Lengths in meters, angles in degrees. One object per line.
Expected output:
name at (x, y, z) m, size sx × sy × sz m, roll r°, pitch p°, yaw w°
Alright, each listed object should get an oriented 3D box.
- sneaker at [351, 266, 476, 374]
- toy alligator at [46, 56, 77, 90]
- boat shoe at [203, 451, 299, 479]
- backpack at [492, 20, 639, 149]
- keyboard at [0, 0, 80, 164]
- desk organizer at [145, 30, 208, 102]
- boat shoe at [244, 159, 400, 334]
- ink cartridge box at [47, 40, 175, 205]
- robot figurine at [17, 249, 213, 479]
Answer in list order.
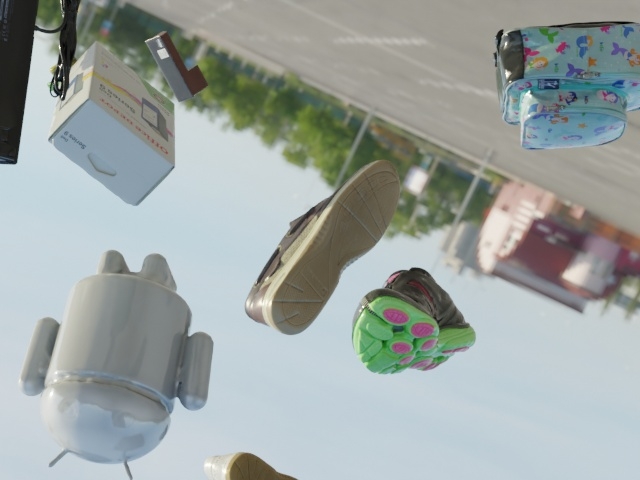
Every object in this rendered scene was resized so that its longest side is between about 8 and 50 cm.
sneaker at (0.168, 0.159, 2.461) m, size 0.202 × 0.185 × 0.483 m, roll 61°, pitch -166°, yaw 19°
toy alligator at (-0.363, -0.260, 1.814) m, size 0.190 × 0.051 × 0.056 m, roll -6°, pitch 122°, yaw 53°
boat shoe at (-0.103, 0.444, 2.075) m, size 0.096 × 0.098 × 0.277 m, roll 3°, pitch 145°, yaw 40°
backpack at (0.418, -0.254, 1.900) m, size 0.254 × 0.191 × 0.225 m, roll -9°, pitch 167°, yaw 4°
keyboard at (-0.342, -0.242, 1.311) m, size 0.033 × 0.317 × 0.201 m, roll 2°, pitch 173°, yaw 37°
desk organizer at (-0.267, -0.330, 2.205) m, size 0.047 × 0.050 × 0.130 m, roll -10°, pitch 114°, yaw 45°
boat shoe at (0.000, 0.000, 1.536) m, size 0.092 × 0.285 × 0.103 m, roll 10°, pitch 145°, yaw 44°
ink cartridge box at (-0.285, -0.164, 1.641) m, size 0.154 × 0.093 × 0.212 m, roll 39°, pitch -160°, yaw -24°
robot figurine at (-0.312, 0.191, 1.815) m, size 0.300 × 0.353 × 0.200 m, roll 3°, pitch 150°, yaw 12°
